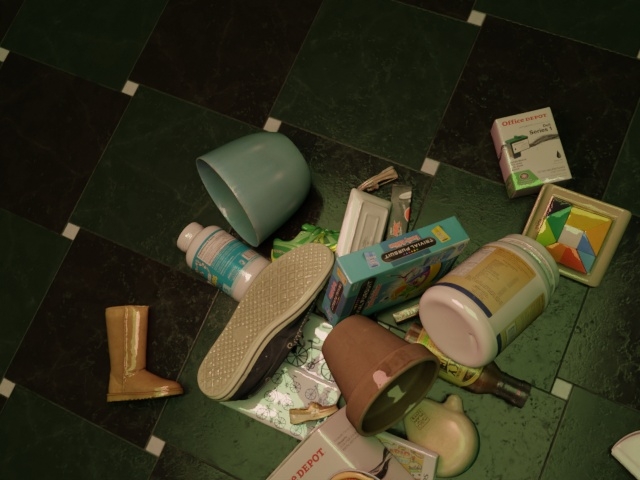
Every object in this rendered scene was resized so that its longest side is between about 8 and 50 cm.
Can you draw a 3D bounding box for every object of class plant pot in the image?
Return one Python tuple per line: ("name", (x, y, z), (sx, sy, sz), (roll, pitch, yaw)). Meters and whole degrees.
("plant pot", (-0.168, -0.167, 1.738), (0.235, 0.293, 0.293), (-36, 74, -17))
("plant pot", (0.124, 0.308, 1.530), (0.263, 0.263, 0.229), (-43, 57, -3))

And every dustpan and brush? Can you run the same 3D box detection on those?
("dustpan and brush", (0.853, 0.511, 1.546), (0.211, 0.060, 0.147), (-45, 62, 3))

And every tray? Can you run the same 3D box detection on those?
("tray", (0.116, 0.006, 1.689), (0.145, 0.030, 0.270), (17, 86, -33))

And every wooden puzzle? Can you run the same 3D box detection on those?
("wooden puzzle", (0.670, -0.013, 1.655), (0.239, 0.044, 0.220), (21, 104, 11))

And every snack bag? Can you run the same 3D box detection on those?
("snack bag", (-0.079, 0.350, 1.722), (0.323, 0.037, 0.342), (22, 81, 13))

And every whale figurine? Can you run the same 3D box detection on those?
("whale figurine", (0.291, 0.482, 1.604), (0.216, 0.141, 0.272), (-49, 51, 5))

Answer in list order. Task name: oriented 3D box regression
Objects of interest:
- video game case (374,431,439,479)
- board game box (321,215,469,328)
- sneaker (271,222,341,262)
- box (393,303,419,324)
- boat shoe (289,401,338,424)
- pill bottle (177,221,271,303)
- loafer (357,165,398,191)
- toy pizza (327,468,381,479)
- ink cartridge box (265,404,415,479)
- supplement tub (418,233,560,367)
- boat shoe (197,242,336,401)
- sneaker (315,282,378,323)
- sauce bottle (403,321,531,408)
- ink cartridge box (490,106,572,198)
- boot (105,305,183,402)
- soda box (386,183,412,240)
("video game case", (0.175, 0.583, 1.555), (0.227, 0.026, 0.206), (15, 109, 29))
("board game box", (0.183, 0.086, 1.573), (0.336, 0.253, 0.079), (-19, 63, -20))
("sneaker", (0.000, 0.000, 1.753), (0.296, 0.109, 0.123), (-14, 71, 0))
("box", (0.264, 0.190, 1.679), (0.137, 0.094, 0.027), (-22, 75, 2))
("boat shoe", (-0.020, 0.451, 1.645), (0.135, 0.050, 0.045), (-16, 83, 5))
("pill bottle", (-0.278, 0.055, 1.763), (0.264, 0.146, 0.146), (34, 84, 15))
("loafer", (0.168, -0.170, 1.806), (0.125, 0.045, 0.039), (-32, 81, -3))
("toy pizza", (0.086, 0.611, 1.384), (0.201, 0.032, 0.201), (4, 99, 26))
("ink cartridge box", (0.082, 0.651, 1.507), (0.395, 0.166, 0.285), (45, 116, 15))
("supplement tub", (0.427, 0.143, 1.557), (0.316, 0.228, 0.228), (-34, 73, -27))
("boat shoe", (-0.125, 0.222, 1.657), (0.187, 0.156, 0.500), (34, 87, 42))
("sneaker", (0.058, 0.192, 1.717), (0.271, 0.100, 0.108), (43, 98, 19))
("sauce bottle", (0.375, 0.328, 1.624), (0.344, 0.111, 0.111), (23, 81, 12))
("ink cartridge box", (0.584, -0.244, 1.736), (0.160, 0.092, 0.219), (-13, 76, 5))
("boot", (-0.506, 0.317, 1.765), (0.236, 0.089, 0.269), (-5, 75, 7))
("soda box", (0.225, -0.072, 1.768), (0.060, 0.053, 0.168), (6, 78, 10))
